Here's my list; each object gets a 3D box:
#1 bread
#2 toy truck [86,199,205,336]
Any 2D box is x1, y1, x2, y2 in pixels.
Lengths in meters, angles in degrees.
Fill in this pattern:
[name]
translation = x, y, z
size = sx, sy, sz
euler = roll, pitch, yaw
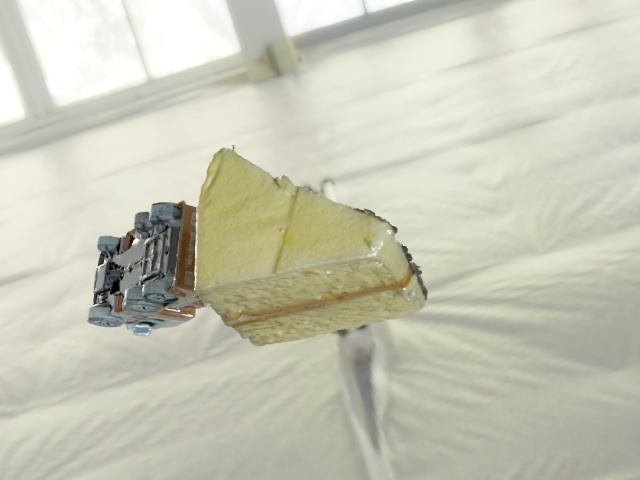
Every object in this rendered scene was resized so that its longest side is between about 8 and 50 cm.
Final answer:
[bread]
translation = 0.000, 0.000, 1.578
size = 0.236, 0.198, 0.263
euler = -5, 159, 13
[toy truck]
translation = -0.208, 0.055, 1.885
size = 0.184, 0.133, 0.338
euler = 14, 161, -27
